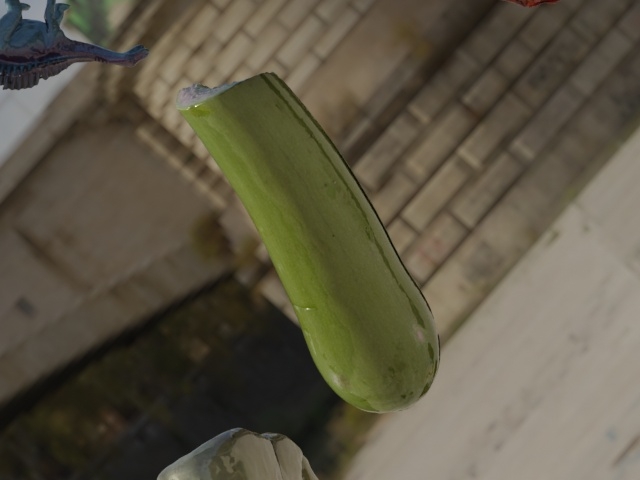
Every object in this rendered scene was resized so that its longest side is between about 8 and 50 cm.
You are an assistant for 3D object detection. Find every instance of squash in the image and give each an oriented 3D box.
[{"bbox_3d":[0.000,0.000,1.222,0.083,0.250,0.083,-26,18,9],"label":"squash"}]

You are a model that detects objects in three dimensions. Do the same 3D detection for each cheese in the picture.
[{"bbox_3d":[-0.041,0.223,1.425,0.093,0.159,0.263,-24,-13,9],"label":"cheese"}]

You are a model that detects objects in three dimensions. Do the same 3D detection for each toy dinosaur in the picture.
[{"bbox_3d":[-0.230,-0.157,1.511,0.045,0.197,0.080,92,180,-66],"label":"toy dinosaur"}]

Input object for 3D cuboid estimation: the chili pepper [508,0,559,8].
[{"bbox_3d":[0.199,-0.371,1.731,0.134,0.131,0.338,-15,49,27],"label":"chili pepper"}]
